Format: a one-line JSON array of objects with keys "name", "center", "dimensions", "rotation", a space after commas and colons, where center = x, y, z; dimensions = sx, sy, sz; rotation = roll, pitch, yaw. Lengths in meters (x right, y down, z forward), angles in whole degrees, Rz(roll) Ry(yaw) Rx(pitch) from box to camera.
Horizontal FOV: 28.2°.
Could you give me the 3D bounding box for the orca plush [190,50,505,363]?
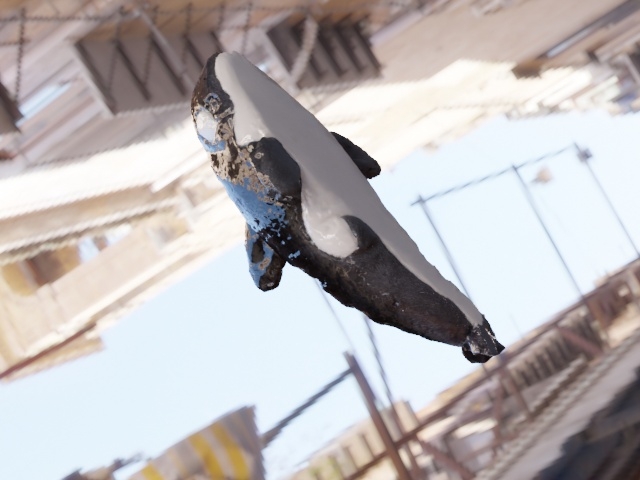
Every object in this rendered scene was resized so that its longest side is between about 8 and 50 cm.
[{"name": "orca plush", "center": [0.000, 0.000, 0.910], "dimensions": [0.287, 0.102, 0.151], "rotation": [40, -155, -8]}]
